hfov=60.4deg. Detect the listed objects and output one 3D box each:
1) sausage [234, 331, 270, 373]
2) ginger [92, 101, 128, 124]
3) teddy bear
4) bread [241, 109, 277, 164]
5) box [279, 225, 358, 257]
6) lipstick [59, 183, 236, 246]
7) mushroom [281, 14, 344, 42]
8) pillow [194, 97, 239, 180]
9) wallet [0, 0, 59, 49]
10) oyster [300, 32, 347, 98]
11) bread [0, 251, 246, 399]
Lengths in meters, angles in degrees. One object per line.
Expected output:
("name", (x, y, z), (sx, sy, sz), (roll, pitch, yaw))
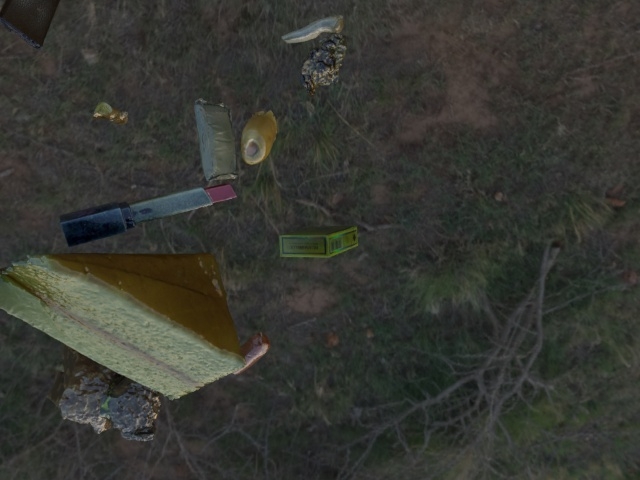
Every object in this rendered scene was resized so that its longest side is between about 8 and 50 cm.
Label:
("sausage", (-0.191, 0.302, 1.501), (0.065, 0.065, 0.169), (30, 127, -24))
("ginger", (-0.560, -0.338, 1.467), (0.044, 0.137, 0.057), (45, 103, 15))
("teddy bear", (-0.521, 0.348, 1.338), (0.222, 0.296, 0.247), (14, 93, -31))
("bread", (-0.191, -0.322, 1.732), (0.085, 0.173, 0.134), (8, 128, 4))
("box", (0.000, 0.001, 1.478), (0.140, 0.220, 0.064), (-1, 95, 24))
("lipstick", (-0.311, -0.060, 1.017), (0.311, 0.051, 0.051), (-18, 114, -20))
("mushroom", (-0.024, -0.648, 1.705), (0.201, 0.055, 0.059), (-13, 171, 9))
("pillow", (-0.269, -0.259, 1.423), (0.053, 0.119, 0.208), (-3, 96, 39))
("wallet", (-0.853, -0.685, 1.616), (0.039, 0.243, 0.133), (-19, 145, 27))
("oyster", (0.012, -0.422, 1.311), (0.056, 0.177, 0.105), (21, 154, 33))
("bread", (-0.357, 0.151, 0.948), (0.233, 0.245, 0.361), (-31, 157, 33))
